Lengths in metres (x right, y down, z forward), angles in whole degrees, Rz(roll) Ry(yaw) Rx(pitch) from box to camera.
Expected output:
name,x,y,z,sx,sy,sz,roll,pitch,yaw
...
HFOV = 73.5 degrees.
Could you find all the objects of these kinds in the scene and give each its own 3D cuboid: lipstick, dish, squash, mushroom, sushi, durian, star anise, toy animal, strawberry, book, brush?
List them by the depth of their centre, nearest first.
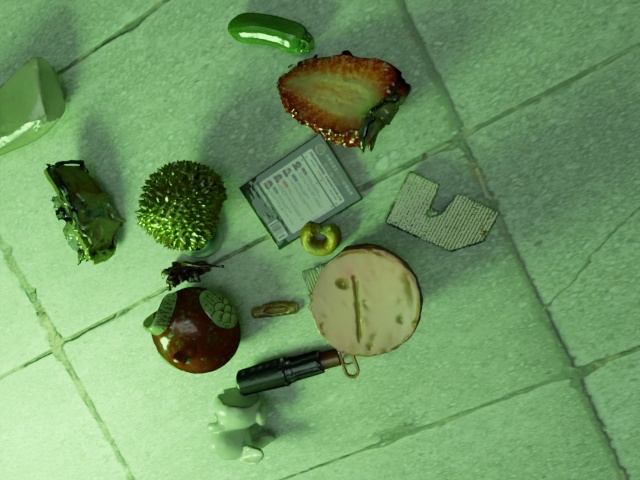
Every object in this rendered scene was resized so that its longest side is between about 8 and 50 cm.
name,x,y,z,sx,sy,sz,roll,pitch,yaw
strawberry,0.051,-0.340,1.036,0.306,0.138,0.233,34,84,28
squash,-0.120,-0.509,1.049,0.219,0.068,0.077,17,86,7
durian,-0.347,-0.093,1.070,0.200,0.176,0.237,24,80,26
book,-0.053,-0.124,1.121,0.264,0.027,0.202,-32,93,13
brush,0.040,0.216,1.138,0.090,0.017,0.314,-19,86,0
dish,-0.343,-0.014,1.160,0.141,0.078,0.141,1,99,9
mushroom,-0.850,-0.313,1.165,0.407,0.137,0.154,-31,105,15
star anise,-0.346,0.083,1.165,0.191,0.097,0.070,-3,114,9
lipstick,-0.085,0.357,1.179,0.300,0.081,0.081,-16,96,6
sushi,-0.649,-0.078,1.188,0.131,0.139,0.291,-18,95,31
toy animal,-0.224,0.520,1.205,0.178,0.127,0.193,0,97,7

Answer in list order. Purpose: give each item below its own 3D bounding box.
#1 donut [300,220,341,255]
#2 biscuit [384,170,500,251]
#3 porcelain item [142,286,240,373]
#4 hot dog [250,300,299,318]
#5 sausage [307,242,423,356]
name,x,y,z,sx,sy,sz,roll,pitch,yaw
donut,0.000,0.000,1.113,0.108,0.043,0.097,-1,114,4
biscuit,0.299,-0.062,1.066,0.250,0.046,0.147,24,101,5
porcelain item,-0.339,0.248,1.126,0.253,0.253,0.253,1,99,9
hot dog,-0.128,0.191,1.186,0.137,0.028,0.044,-7,91,11
sausage,0.106,0.122,0.991,0.233,0.287,0.233,0,92,6
